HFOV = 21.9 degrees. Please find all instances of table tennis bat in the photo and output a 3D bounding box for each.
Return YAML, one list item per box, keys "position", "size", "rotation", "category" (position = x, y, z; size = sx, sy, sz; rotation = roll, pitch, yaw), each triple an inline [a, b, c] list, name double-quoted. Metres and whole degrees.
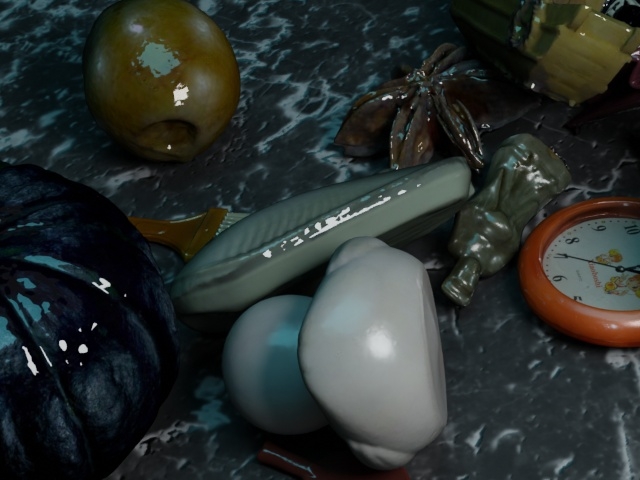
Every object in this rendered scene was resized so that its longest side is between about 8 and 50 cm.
- position: [0.010, 0.220, 1.518]
  size: [0.155, 0.019, 0.098]
  rotation: [19, 48, 26]
  category: "table tennis bat"

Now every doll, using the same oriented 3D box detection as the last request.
- position: [0.007, 0.107, 1.509]
  size: [0.221, 0.221, 0.251]
  rotation: [-5, -2, 5]
  category: "doll"

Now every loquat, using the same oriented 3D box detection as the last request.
- position: [-0.184, -0.191, 1.904]
  size: [0.179, 0.179, 0.227]
  rotation: [-12, 45, -3]
  category: "loquat"

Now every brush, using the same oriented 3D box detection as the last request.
- position: [-0.201, -0.012, 1.821]
  size: [0.314, 0.017, 0.090]
  rotation: [6, 41, 17]
  category: "brush"

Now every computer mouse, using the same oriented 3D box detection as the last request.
- position: [-0.003, -0.006, 1.642]
  size: [0.331, 0.197, 0.095]
  rotation: [-27, 84, -13]
  category: "computer mouse"

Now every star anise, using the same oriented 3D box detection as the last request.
- position: [0.135, -0.149, 1.861]
  size: [0.229, 0.093, 0.236]
  rotation: [0, 38, 19]
  category: "star anise"

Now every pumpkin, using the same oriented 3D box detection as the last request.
- position: [-0.309, 0.094, 1.538]
  size: [0.363, 0.266, 0.363]
  rotation: [-3, 40, 2]
  category: "pumpkin"

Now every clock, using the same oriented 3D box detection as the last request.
- position: [0.299, 0.031, 1.649]
  size: [0.205, 0.051, 0.205]
  rotation: [-4, 42, 3]
  category: "clock"

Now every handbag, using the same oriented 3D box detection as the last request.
- position: [0.374, -0.202, 1.800]
  size: [0.203, 0.074, 0.216]
  rotation: [-29, 4, -16]
  category: "handbag"

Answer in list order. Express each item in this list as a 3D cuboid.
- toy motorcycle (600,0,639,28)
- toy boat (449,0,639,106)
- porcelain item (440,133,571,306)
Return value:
- position: [0.439, -0.330, 1.938]
  size: [0.315, 0.169, 0.113]
  rotation: [-23, 46, -17]
  category: "toy motorcycle"
- position: [0.250, -0.253, 1.801]
  size: [0.136, 0.162, 0.445]
  rotation: [22, 13, -13]
  category: "toy boat"
- position: [0.178, -0.017, 1.708]
  size: [0.069, 0.081, 0.215]
  rotation: [-28, 20, 52]
  category: "porcelain item"
